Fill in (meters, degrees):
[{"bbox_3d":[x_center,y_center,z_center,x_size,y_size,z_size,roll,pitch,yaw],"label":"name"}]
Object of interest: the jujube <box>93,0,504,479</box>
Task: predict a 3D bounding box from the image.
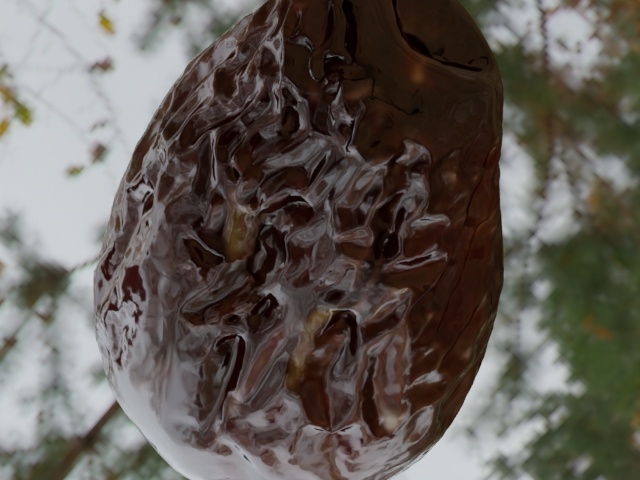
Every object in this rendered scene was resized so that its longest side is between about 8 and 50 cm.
[{"bbox_3d":[0.000,0.000,0.689,0.168,0.236,0.168,11,-129,-13],"label":"jujube"}]
